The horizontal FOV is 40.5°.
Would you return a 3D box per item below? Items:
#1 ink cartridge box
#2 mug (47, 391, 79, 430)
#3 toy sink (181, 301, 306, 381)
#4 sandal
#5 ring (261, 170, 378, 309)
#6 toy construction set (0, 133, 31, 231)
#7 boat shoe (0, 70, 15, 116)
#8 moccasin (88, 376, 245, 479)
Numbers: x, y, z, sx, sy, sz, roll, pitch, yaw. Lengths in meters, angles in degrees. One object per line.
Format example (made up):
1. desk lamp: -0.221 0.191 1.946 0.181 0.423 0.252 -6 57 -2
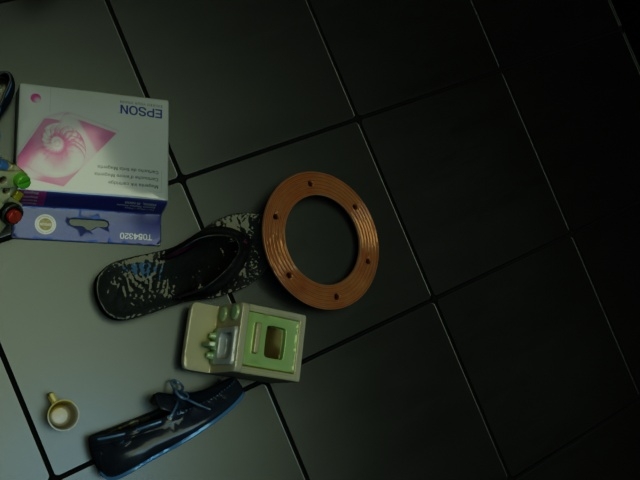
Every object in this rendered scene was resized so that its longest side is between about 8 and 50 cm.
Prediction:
1. ink cartridge box: -0.493 -0.162 1.880 0.324 0.071 0.329 3 77 -24
2. mug: -0.525 0.348 1.759 0.062 0.064 0.078 7 76 -23
3. toy sink: -0.164 0.221 1.891 0.234 0.131 0.152 16 72 -31
4. sandal: -0.272 0.060 1.909 0.446 0.107 0.167 -24 91 -28
5. ring: 0.000 0.000 2.060 0.337 0.032 0.336 10 73 -34
6. toy construction set: -0.704 -0.072 1.685 0.328 0.215 0.151 -42 55 0
7. boat shoe: -0.724 -0.254 1.781 0.109 0.089 0.258 28 69 -17
8. moccasin: -0.318 0.368 1.808 0.342 0.138 0.116 -29 93 -27
